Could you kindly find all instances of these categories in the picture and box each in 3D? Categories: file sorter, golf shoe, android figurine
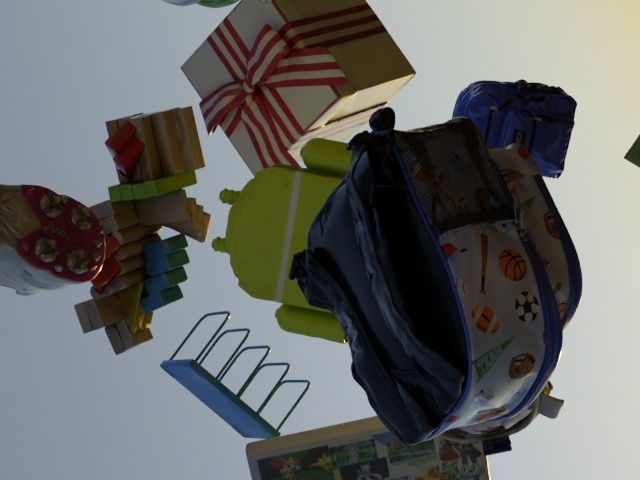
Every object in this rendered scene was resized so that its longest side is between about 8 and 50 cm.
[{"bbox_3d":[-0.118,0.191,2.368,0.170,0.104,0.118,42,159,-17],"label":"file sorter"},{"bbox_3d":[-0.372,-0.024,1.674,0.306,0.140,0.115,31,-126,-26],"label":"golf shoe"},{"bbox_3d":[0.000,0.000,2.036,0.056,0.273,0.248,-36,-46,-75],"label":"android figurine"}]

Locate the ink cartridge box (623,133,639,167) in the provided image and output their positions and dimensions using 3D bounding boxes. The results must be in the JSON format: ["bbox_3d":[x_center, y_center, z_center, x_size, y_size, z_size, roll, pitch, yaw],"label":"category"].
[{"bbox_3d":[0.428,-0.143,1.787,0.109,0.209,0.062,30,-164,-3],"label":"ink cartridge box"}]

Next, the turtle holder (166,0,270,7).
[{"bbox_3d":[-0.164,-0.394,2.035,0.227,0.243,0.320,-1,-148,-33],"label":"turtle holder"}]

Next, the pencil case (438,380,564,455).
[{"bbox_3d":[0.203,0.080,2.210,0.183,0.160,0.410,11,-136,-12],"label":"pencil case"}]

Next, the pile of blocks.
[{"bbox_3d":[-0.240,-0.001,2.170,0.149,0.362,0.112,21,-156,29],"label":"pile of blocks"}]

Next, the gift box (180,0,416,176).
[{"bbox_3d":[-0.026,-0.253,2.584,0.258,0.255,0.276,-21,-112,-50],"label":"gift box"}]

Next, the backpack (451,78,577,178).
[{"bbox_3d":[0.199,-0.118,1.726,0.101,0.120,0.098,-111,30,-74],"label":"backpack"}]

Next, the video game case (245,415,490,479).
[{"bbox_3d":[0.080,0.378,2.353,0.036,0.329,0.300,-105,4,-60],"label":"video game case"}]

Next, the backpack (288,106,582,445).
[{"bbox_3d":[0.114,0.046,1.544,0.276,0.213,0.263,116,143,-58],"label":"backpack"}]
